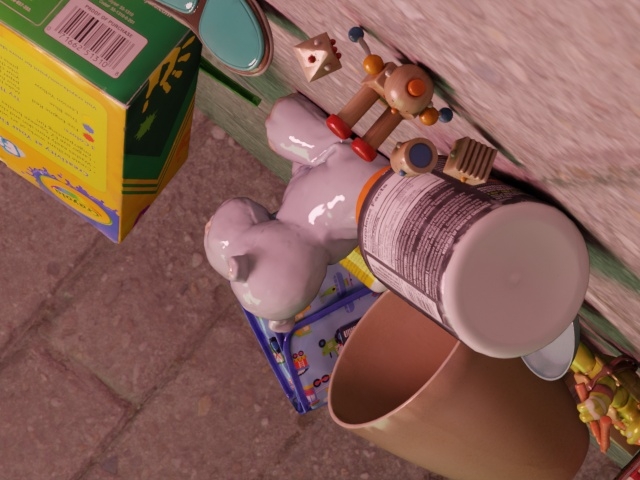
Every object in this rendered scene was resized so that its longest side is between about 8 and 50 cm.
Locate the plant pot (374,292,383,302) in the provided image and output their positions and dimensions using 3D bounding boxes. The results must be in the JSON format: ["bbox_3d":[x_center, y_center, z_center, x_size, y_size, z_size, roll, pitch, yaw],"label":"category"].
[{"bbox_3d":[0.179,0.135,2.049,0.165,0.167,0.167,-8,149,29],"label":"plant pot"}]

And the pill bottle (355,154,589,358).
[{"bbox_3d":[0.112,0.001,1.257,0.130,0.130,0.246,41,179,-25],"label":"pill bottle"}]

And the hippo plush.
[{"bbox_3d":[0.000,0.000,1.770,0.294,0.236,0.234,38,177,44],"label":"hippo plush"}]

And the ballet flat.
[{"bbox_3d":[-0.095,-0.219,1.407,0.068,0.072,0.213,0,-148,-48],"label":"ballet flat"}]

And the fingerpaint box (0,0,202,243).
[{"bbox_3d":[-0.361,-0.242,1.734,0.445,0.163,0.371,33,156,7],"label":"fingerpaint box"}]

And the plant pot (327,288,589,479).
[{"bbox_3d":[0.194,0.196,1.844,0.274,0.256,0.256,39,178,-22],"label":"plant pot"}]

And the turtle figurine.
[{"bbox_3d":[0.304,0.152,1.648,0.217,0.087,0.269,48,-170,26],"label":"turtle figurine"}]

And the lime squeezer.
[{"bbox_3d":[-0.196,-0.285,2.070,0.110,0.058,0.310,2,153,33],"label":"lime squeezer"}]

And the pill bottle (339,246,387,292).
[{"bbox_3d":[0.072,-0.007,1.986,0.208,0.119,0.119,41,178,8],"label":"pill bottle"}]

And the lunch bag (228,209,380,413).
[{"bbox_3d":[0.014,0.093,2.145,0.138,0.221,0.293,14,131,63],"label":"lunch bag"}]

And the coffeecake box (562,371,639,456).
[{"bbox_3d":[0.356,0.200,2.011,0.142,0.068,0.185,40,178,-12],"label":"coffeecake box"}]

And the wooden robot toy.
[{"bbox_3d":[0.059,-0.094,1.086,0.173,0.076,0.079,40,167,-12],"label":"wooden robot toy"}]

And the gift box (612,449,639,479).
[{"bbox_3d":[0.452,0.392,1.825,0.258,0.255,0.276,42,-175,10],"label":"gift box"}]

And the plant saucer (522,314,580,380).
[{"bbox_3d":[0.237,0.086,1.563,0.119,0.021,0.119,34,129,56],"label":"plant saucer"}]
